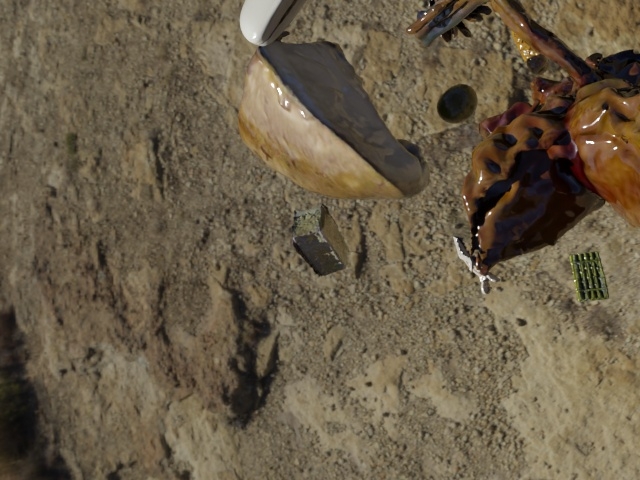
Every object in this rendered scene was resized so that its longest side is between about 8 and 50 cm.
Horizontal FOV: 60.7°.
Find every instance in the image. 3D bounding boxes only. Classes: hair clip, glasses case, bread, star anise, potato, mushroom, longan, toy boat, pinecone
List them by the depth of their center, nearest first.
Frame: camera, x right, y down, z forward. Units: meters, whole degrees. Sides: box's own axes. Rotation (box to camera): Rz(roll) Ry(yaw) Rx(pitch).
[{"bbox_3d":[0.181,-0.106,0.451,0.237,0.148,0.346,-37,52,9],"label":"star anise"},{"bbox_3d":[-0.046,-0.367,0.769,0.204,0.051,0.081,-44,57,30],"label":"glasses case"},{"bbox_3d":[0.001,0.001,0.962,0.061,0.122,0.086,-16,43,22],"label":"potato"},{"bbox_3d":[0.249,-0.253,1.003,0.075,0.075,0.083,-53,33,26],"label":"longan"},{"bbox_3d":[0.015,-0.180,1.110,0.397,0.224,0.313,50,140,16],"label":"mushroom"},{"bbox_3d":[0.584,0.079,1.187,0.064,0.016,0.114,-9,56,20],"label":"toy boat"},{"bbox_3d":[0.485,-0.446,1.265,0.044,0.052,0.157,-25,60,23],"label":"bread"},{"bbox_3d":[0.471,0.073,1.694,0.226,0.034,0.072,58,142,43],"label":"hair clip"},{"bbox_3d":[0.443,-0.759,1.734,0.202,0.202,0.228,-14,120,27],"label":"pinecone"}]
